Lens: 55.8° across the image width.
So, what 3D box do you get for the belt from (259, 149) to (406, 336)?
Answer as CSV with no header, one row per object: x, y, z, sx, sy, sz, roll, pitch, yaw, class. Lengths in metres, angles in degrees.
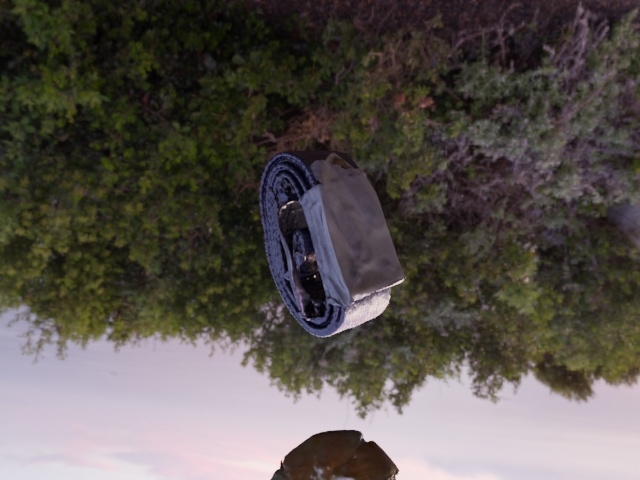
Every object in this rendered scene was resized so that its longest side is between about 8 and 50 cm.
0.000,0.000,0.755,0.126,0.230,0.140,-11,174,-46,belt

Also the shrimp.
0.022,0.310,0.546,0.145,0.267,0.061,-13,159,1,shrimp
